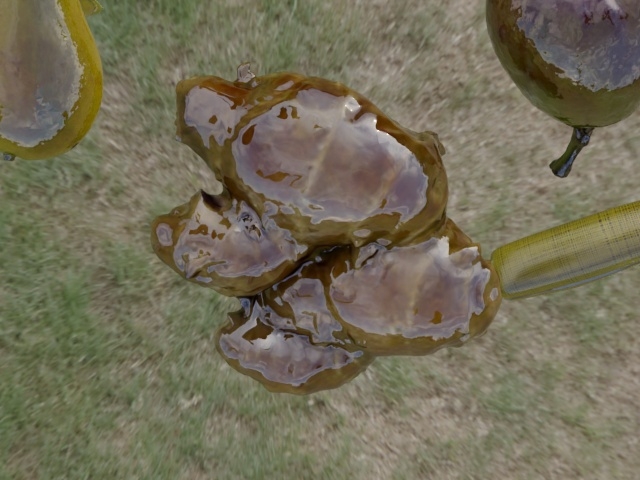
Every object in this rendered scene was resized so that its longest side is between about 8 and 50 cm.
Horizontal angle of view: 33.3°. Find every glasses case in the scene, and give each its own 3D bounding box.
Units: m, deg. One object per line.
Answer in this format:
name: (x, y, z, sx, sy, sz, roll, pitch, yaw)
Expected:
glasses case: (0.325, 0.013, 1.324, 0.234, 0.064, 0.079, -20, 62, 19)

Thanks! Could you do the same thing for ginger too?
ginger: (-0.002, -0.011, 1.001, 0.274, 0.152, 0.357, -24, 114, 10)

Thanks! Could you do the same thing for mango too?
mango: (-0.210, -0.137, 0.769, 0.103, 0.076, 0.161, -8, 118, -20)

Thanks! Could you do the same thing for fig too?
fig: (0.235, -0.156, 0.960, 0.170, 0.274, 0.145, -19, 48, -8)

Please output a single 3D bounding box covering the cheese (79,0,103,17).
cheese: (-0.391, -0.347, 1.560, 0.157, 0.250, 0.064, 13, 84, -5)
